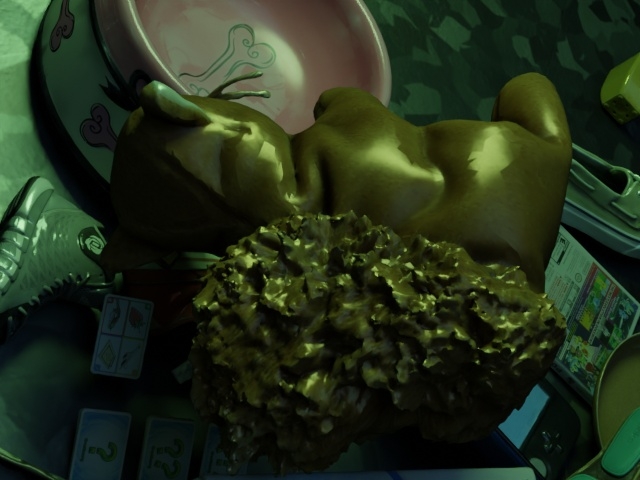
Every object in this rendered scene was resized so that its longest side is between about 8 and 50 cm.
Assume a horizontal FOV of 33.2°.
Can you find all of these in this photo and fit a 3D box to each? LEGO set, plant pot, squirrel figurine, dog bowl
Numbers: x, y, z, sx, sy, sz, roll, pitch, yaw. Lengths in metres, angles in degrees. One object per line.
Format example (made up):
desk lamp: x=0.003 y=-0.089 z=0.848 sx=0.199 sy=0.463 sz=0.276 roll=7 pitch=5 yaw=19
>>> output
LEGO set: x=-0.126 y=0.128 z=1.022 sx=0.182 sy=0.060 sz=0.244 roll=12 pitch=86 yaw=-27
plant pot: x=0.493 y=-0.232 z=1.702 sx=0.081 sy=0.081 sz=0.083 roll=45 pitch=61 yaw=-7
squirrel figurine: x=0.000 y=0.000 z=0.904 sx=0.370 sy=0.281 sz=0.397 roll=18 pitch=35 yaw=-12
dog bowl: x=-0.096 y=-0.199 z=1.196 sx=0.407 sy=0.150 sz=0.408 roll=19 pitch=52 yaw=-25
plant pot: x=0.439 y=0.239 z=1.420 sx=0.236 sy=0.032 sz=0.236 roll=8 pitch=75 yaw=-32

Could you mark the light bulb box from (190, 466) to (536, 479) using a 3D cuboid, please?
light bulb box: x=0.019 y=0.394 z=0.940 sx=0.361 sy=0.225 sz=0.358 roll=6 pitch=64 yaw=-34

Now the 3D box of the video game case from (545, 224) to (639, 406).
video game case: x=0.346 y=0.098 z=1.460 sx=0.183 sy=0.023 sz=0.201 roll=44 pitch=48 yaw=-8

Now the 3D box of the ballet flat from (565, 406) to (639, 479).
ballet flat: x=0.349 y=0.301 z=1.300 sx=0.232 sy=0.080 sz=0.073 roll=-42 pitch=135 yaw=-13

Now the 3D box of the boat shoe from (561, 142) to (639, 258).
boat shoe: x=0.416 y=-0.056 z=1.528 sx=0.302 sy=0.094 sz=0.109 roll=18 pitch=41 yaw=-27

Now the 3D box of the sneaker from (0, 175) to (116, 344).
sneaker: x=-0.260 y=0.053 z=1.016 sx=0.132 sy=0.086 sz=0.229 roll=32 pitch=51 yaw=-21

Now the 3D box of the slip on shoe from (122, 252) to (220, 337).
slip on shoe: x=-0.056 y=0.065 z=1.144 sx=0.331 sy=0.123 sz=0.101 roll=6 pitch=85 yaw=-33

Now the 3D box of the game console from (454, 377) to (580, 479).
game console: x=0.209 y=0.171 z=1.226 sx=0.293 sy=0.173 sz=0.250 roll=48 pitch=49 yaw=-5

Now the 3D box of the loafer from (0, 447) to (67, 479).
loafer: x=-0.305 y=0.195 z=0.906 sx=0.267 sy=0.084 sz=0.096 roll=26 pitch=54 yaw=-22
